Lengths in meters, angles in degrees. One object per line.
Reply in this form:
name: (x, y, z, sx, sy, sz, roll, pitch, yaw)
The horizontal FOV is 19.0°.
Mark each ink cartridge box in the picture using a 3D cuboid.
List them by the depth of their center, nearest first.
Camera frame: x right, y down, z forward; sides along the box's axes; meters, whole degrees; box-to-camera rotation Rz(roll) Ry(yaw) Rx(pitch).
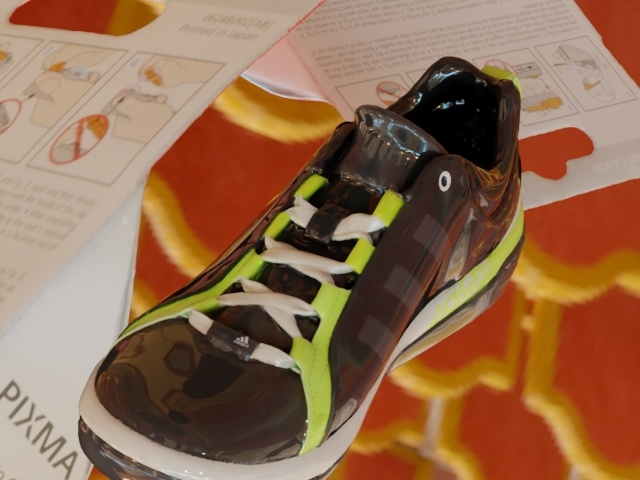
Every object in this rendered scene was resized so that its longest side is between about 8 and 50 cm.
ink cartridge box: (-0.180, 0.026, 0.845, 0.308, 0.385, 0.091, 14, 145, 50)
ink cartridge box: (0.042, -0.097, 0.919, 0.189, 0.232, 0.066, -15, 156, -39)

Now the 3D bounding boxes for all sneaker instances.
sneaker: (0.000, 0.000, 0.639, 0.084, 0.235, 0.097, 22, 125, 21)
